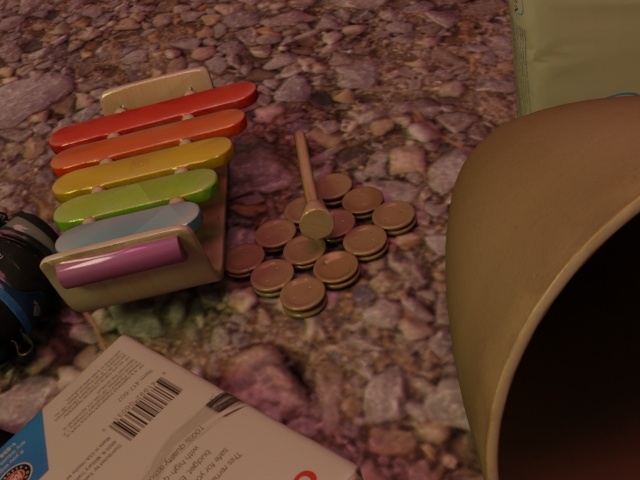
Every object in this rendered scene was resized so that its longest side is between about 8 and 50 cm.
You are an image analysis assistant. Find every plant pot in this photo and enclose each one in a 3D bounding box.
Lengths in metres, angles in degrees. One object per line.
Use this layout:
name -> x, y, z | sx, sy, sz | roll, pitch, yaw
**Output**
plant pot -> 0.172, 0.021, 0.484 | 0.257, 0.256, 0.274 | -18, 24, -2

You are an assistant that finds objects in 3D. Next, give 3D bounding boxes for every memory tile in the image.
memory tile -> 0.000, 0.000, 0.716 | 0.113, 0.012, 0.148 | 26, 55, 39

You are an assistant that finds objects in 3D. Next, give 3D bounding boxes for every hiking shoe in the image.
hiking shoe -> -0.367, 0.045, 0.704 | 0.304, 0.113, 0.132 | -6, 40, 11

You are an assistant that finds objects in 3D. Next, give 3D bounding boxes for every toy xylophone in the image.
toy xylophone -> -0.120, -0.056, 0.750 | 0.236, 0.081, 0.322 | -18, 34, -3

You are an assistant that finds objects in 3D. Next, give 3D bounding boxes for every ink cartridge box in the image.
ink cartridge box -> -0.090, 0.163, 0.498 | 0.203, 0.085, 0.148 | 22, 53, 35

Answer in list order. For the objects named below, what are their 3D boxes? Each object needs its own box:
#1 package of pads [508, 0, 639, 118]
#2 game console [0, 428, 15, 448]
package of pads -> 0.292, -0.151, 0.628 | 0.297, 0.229, 0.101 | -8, 40, 11
game console -> -0.259, 0.188, 0.583 | 0.107, 0.071, 0.122 | -27, 29, 36
